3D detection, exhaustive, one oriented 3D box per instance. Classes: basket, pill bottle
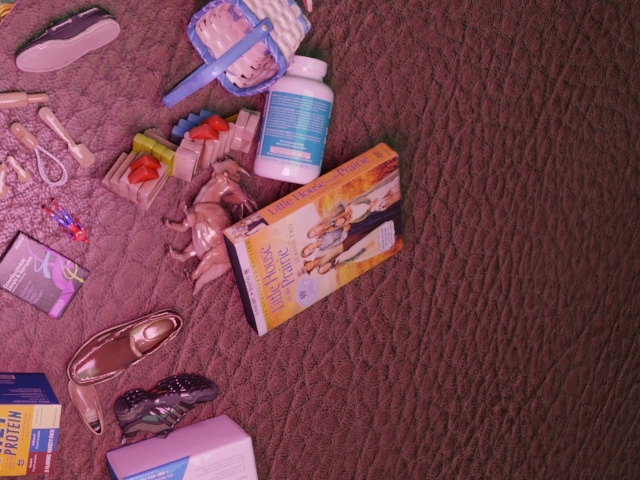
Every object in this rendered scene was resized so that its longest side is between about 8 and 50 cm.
[{"bbox_3d":[-0.172,-0.376,1.590,0.289,0.255,0.201,-43,108,-26],"label":"basket"},{"bbox_3d":[-0.053,-0.257,1.731,0.146,0.146,0.264,8,95,-28],"label":"pill bottle"}]

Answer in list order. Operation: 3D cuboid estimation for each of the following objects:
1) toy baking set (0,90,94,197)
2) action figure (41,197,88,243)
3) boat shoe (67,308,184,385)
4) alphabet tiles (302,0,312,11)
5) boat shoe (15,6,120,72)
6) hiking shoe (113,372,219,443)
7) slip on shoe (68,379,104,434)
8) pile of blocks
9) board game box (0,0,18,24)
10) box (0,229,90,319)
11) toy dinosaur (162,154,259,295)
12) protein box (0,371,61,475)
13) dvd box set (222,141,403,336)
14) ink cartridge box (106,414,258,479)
[{"bbox_3d":[-0.575,-0.189,1.542,0.256,0.030,0.196,-15,108,-24],"label":"toy baking set"},{"bbox_3d":[-0.503,-0.035,1.603,0.038,0.030,0.115,-42,120,-9],"label":"action figure"},{"bbox_3d":[-0.398,0.214,1.654,0.257,0.095,0.095,-32,98,-22],"label":"boat shoe"},{"bbox_3d":[-0.060,-0.608,1.585,0.021,0.284,0.277,-17,74,-6],"label":"alphabet tiles"},{"bbox_3d":[-0.491,-0.388,1.543,0.206,0.075,0.065,-28,67,-15],"label":"boat shoe"},{"bbox_3d":[-0.330,0.365,1.743,0.227,0.086,0.114,-11,117,-20],"label":"hiking shoe"},{"bbox_3d":[-0.484,0.344,1.670,0.051,0.041,0.135,-19,107,-23],"label":"slip on shoe"},{"bbox_3d":[-0.271,-0.205,1.614,0.362,0.112,0.149,-34,76,-28],"label":"pile of blocks"},{"bbox_3d":[-0.699,-0.474,1.411,0.305,0.053,0.193,36,82,-28],"label":"board game box"},{"bbox_3d":[-0.557,0.070,1.593,0.162,0.029,0.116,35,82,-26],"label":"box"},{"bbox_3d":[-0.218,-0.019,1.706,0.200,0.127,0.295,-13,110,-32],"label":"toy dinosaur"},{"bbox_3d":[-0.612,0.340,1.512,0.200,0.201,0.135,6,96,-28],"label":"protein box"},{"bbox_3d":[0.000,0.000,1.778,0.420,0.062,0.307,-30,138,-20],"label":"dvd box set"},{"bbox_3d":[-0.280,0.623,1.753,0.286,0.166,0.394,-13,104,-24],"label":"ink cartridge box"}]
